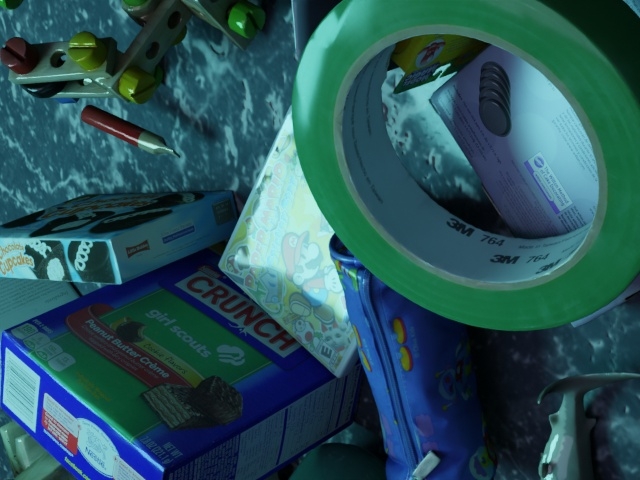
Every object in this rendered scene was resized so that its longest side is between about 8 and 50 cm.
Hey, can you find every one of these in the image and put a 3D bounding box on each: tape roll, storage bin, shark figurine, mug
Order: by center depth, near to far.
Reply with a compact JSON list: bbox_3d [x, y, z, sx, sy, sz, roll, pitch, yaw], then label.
[{"bbox_3d":[0.131,-0.079,1.003,0.321,0.077,0.321,20,131,25],"label":"tape roll"},{"bbox_3d":[0.044,-0.206,1.160,0.135,0.091,0.098,28,129,55],"label":"storage bin"},{"bbox_3d":[0.258,0.241,1.191,0.116,0.166,0.278,11,100,15],"label":"shark figurine"},{"bbox_3d":[0.026,0.301,1.428,0.129,0.097,0.158,34,150,7],"label":"mug"}]

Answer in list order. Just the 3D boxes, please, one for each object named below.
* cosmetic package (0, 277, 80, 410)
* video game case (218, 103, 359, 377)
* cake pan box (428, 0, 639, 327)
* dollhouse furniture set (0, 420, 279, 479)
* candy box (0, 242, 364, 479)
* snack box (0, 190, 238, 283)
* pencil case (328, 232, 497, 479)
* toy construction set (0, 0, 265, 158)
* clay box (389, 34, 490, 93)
[{"bbox_3d":[-0.450,0.119,1.805,0.184,0.151,0.151,51,138,16],"label":"cosmetic package"},{"bbox_3d":[0.000,0.000,1.338,0.206,0.026,0.227,41,121,26],"label":"video game case"},{"bbox_3d":[0.246,-0.081,1.047,0.267,0.070,0.246,58,141,8],"label":"cake pan box"},{"bbox_3d":[-0.251,0.358,1.511,0.362,0.394,0.256,7,114,57],"label":"dollhouse furniture set"},{"bbox_3d":[-0.149,0.154,1.381,0.268,0.317,0.122,34,128,29],"label":"candy box"},{"bbox_3d":[-0.272,-0.007,1.532,0.322,0.187,0.060,1,109,46],"label":"snack box"},{"bbox_3d":[0.095,0.119,1.233,0.119,0.133,0.306,-4,113,24],"label":"pencil case"},{"bbox_3d":[-0.182,-0.207,1.346,0.237,0.257,0.309,26,147,21],"label":"toy construction set"},{"bbox_3d":[0.128,-0.229,1.051,0.053,0.127,0.222,49,136,19],"label":"clay box"}]
